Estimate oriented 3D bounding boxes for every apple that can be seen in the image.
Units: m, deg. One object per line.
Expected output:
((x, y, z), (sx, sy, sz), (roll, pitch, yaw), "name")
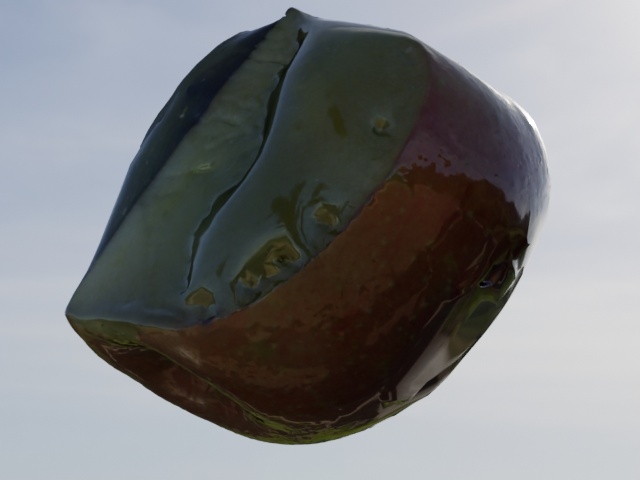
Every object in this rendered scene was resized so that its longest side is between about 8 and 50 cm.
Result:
((0.000, 0.000, 0.869), (0.174, 0.188, 0.207), (29, -9, -19), "apple")
